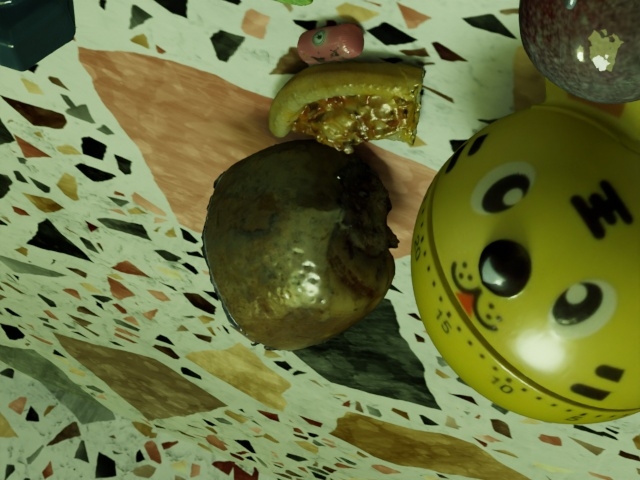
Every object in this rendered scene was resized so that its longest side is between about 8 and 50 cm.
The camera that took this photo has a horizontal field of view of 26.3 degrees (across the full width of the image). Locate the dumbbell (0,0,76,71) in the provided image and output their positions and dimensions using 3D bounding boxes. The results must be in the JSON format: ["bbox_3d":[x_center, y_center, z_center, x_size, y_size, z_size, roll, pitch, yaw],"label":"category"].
[{"bbox_3d":[-0.368,-0.329,1.514,0.143,0.156,0.316,47,164,23],"label":"dumbbell"}]

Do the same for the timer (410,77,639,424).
[{"bbox_3d":[0.276,0.001,1.399,0.376,0.376,0.387,28,142,-10],"label":"timer"}]

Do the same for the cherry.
[{"bbox_3d":[0.254,-0.204,1.217,0.176,0.140,0.176,44,165,16],"label":"cherry"}]

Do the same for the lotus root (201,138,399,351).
[{"bbox_3d":[0.000,0.000,1.753,0.192,0.272,0.272,-19,133,43],"label":"lotus root"}]

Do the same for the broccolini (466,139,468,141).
[{"bbox_3d":[0.206,-0.023,1.744,0.079,0.074,0.392,-18,156,-8],"label":"broccolini"}]

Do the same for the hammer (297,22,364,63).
[{"bbox_3d":[0.010,-0.219,1.527,0.083,0.043,0.043,-1,146,44],"label":"hammer"}]

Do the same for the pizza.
[{"bbox_3d":[0.032,-0.156,1.618,0.271,0.056,0.134,1,139,42],"label":"pizza"}]

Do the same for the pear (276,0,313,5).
[{"bbox_3d":[-0.131,-0.339,1.312,0.288,0.139,0.239,27,171,-18],"label":"pear"}]

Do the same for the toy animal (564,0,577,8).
[{"bbox_3d":[0.148,-0.308,1.086,0.239,0.176,0.255,59,172,24],"label":"toy animal"}]
